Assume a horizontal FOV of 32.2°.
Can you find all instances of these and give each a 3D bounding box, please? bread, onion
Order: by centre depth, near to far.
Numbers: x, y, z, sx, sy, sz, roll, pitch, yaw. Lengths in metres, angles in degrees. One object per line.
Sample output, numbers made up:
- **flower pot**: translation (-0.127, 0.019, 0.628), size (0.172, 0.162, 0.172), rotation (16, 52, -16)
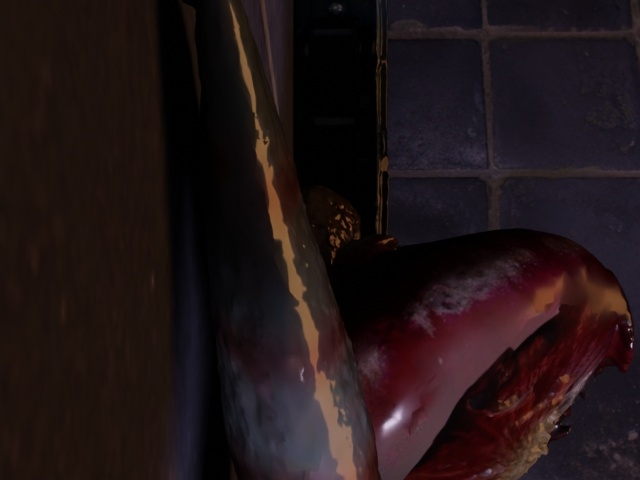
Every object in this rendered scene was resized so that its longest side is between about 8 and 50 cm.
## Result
- **onion**: translation (0.061, 0.082, 0.727), size (0.195, 0.272, 0.272), rotation (48, -21, 27)
- **bread**: translation (0.000, 0.000, 0.822), size (0.113, 0.060, 0.082), rotation (-77, 170, -76)

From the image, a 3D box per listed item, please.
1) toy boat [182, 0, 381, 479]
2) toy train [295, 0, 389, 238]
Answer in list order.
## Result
- **toy boat**: translation (-0.014, 0.046, 0.386), size (0.206, 0.096, 0.282), rotation (-109, -174, -75)
- **toy train**: translation (0.020, -0.029, 1.035), size (0.089, 0.086, 0.409), rotation (145, -55, -90)
